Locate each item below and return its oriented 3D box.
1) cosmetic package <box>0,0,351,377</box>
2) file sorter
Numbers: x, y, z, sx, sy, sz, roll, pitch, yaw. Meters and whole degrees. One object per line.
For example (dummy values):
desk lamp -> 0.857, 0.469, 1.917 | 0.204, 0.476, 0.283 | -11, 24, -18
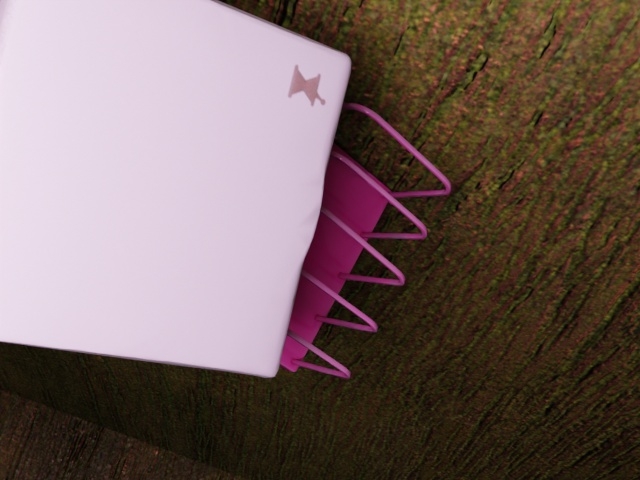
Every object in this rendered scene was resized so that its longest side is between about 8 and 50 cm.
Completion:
cosmetic package -> -0.235, -0.078, 0.877 | 0.327, 0.330, 0.393 | 14, 179, -36
file sorter -> 0.000, 0.000, 1.052 | 0.202, 0.291, 0.182 | 37, 162, -26
